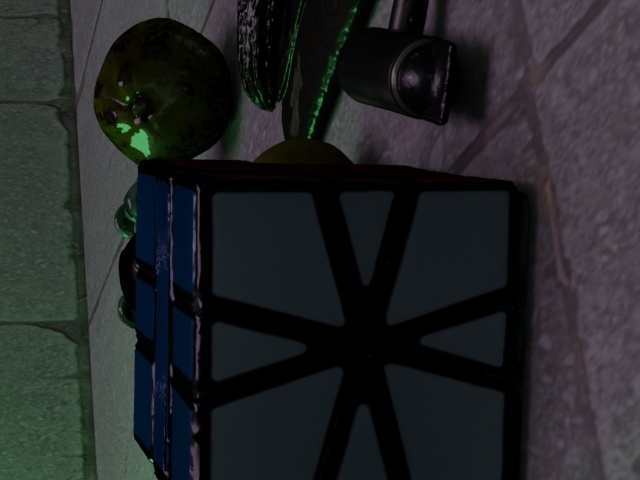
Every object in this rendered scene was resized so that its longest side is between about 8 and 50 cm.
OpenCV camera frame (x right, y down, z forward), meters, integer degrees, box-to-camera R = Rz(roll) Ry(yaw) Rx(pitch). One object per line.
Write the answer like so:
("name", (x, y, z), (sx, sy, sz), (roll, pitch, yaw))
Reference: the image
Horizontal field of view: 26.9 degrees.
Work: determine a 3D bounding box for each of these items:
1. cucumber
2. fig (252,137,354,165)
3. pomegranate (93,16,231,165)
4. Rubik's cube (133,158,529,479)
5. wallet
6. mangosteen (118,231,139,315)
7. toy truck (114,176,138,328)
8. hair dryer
("cucumber", (-0.074, -0.300, 1.735), (0.077, 0.077, 0.265), (-129, 43, -63))
("fig", (-0.016, -0.003, 1.416), (0.234, 0.167, 0.167), (-99, 18, -46))
("pomegranate", (-0.251, -0.242, 2.076), (0.222, 0.204, 0.277), (-56, 34, 21))
("Rubik's cube", (-0.003, 0.075, 1.167), (0.283, 0.293, 0.289), (-160, 69, -74))
("wallet", (-0.006, -0.244, 1.568), (0.321, 0.044, 0.170), (113, 150, -52))
("mangosteen", (-0.192, 0.056, 1.927), (0.210, 0.209, 0.210), (180, 90, -73))
("toy truck", (-0.242, 0.017, 2.141), (0.155, 0.156, 0.279), (140, 127, -68))
("hair dryer", (0.094, -0.237, 1.224), (0.195, 0.077, 0.248), (-149, 66, -68))
